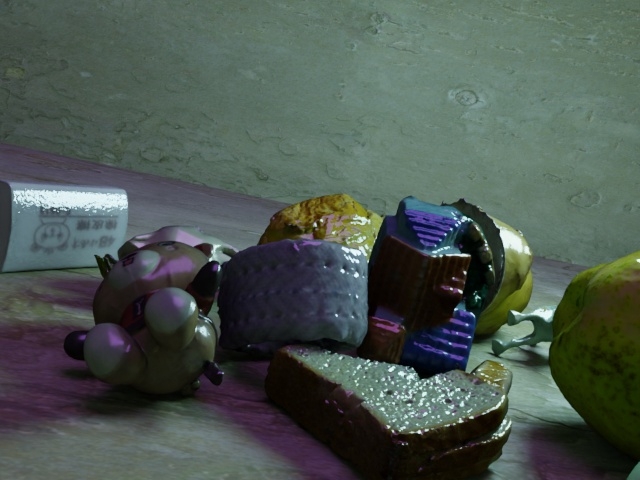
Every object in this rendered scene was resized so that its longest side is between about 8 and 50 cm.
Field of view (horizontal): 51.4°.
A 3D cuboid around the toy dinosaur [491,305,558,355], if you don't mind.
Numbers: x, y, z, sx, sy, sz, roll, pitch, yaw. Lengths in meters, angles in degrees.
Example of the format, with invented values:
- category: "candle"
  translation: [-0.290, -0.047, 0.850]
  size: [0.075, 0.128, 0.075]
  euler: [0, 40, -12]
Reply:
- category: "toy dinosaur"
  translation: [0.486, 0.184, 1.435]
  size: [0.205, 0.092, 0.393]
  euler: [-5, -18, -14]

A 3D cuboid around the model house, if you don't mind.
- category: "model house"
  translation: [0.189, 0.106, 1.195]
  size: [0.252, 0.295, 0.329]
  euler: [18, 16, 7]

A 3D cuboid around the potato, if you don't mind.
- category: "potato"
  translation: [0.398, 0.069, 1.548]
  size: [0.296, 0.290, 0.397]
  euler: [6, -30, -26]

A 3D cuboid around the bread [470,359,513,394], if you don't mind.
- category: "bread"
  translation: [0.296, 0.254, 1.170]
  size: [0.073, 0.053, 0.214]
  euler: [20, 9, 18]

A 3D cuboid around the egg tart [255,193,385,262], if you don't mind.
- category: "egg tart"
  translation: [0.000, 0.000, 1.485]
  size: [0.351, 0.153, 0.339]
  euler: [-10, 22, -4]

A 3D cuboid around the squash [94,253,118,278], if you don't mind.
- category: "squash"
  translation: [-0.332, 0.095, 1.211]
  size: [0.200, 0.075, 0.090]
  euler: [32, 24, -16]

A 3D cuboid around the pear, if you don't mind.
- category: "pear"
  translation: [0.554, 0.177, 1.057]
  size: [0.391, 0.391, 0.391]
  euler: [12, 10, -2]

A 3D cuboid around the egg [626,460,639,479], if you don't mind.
- category: "egg"
  translation: [0.421, 0.289, 0.644]
  size: [0.270, 0.220, 0.220]
  euler: [3, 12, -11]

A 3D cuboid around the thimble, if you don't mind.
- category: "thimble"
  translation: [-0.044, 0.101, 1.075]
  size: [0.245, 0.157, 0.217]
  euler: [-6, -20, 18]

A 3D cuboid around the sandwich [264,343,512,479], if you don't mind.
- category: "sandwich"
  translation: [0.098, 0.228, 0.926]
  size: [0.254, 0.099, 0.288]
  euler: [-5, 18, -39]

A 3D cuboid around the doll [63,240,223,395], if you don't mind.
- category: "doll"
  translation: [-0.231, 0.110, 0.965]
  size: [0.174, 0.235, 0.330]
  euler: [56, -1, -26]

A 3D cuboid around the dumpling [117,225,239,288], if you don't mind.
- category: "dumpling"
  translation: [-0.269, 0.058, 1.328]
  size: [0.258, 0.193, 0.147]
  euler: [4, 55, -6]

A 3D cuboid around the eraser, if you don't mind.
- category: "eraser"
  translation: [-0.528, -0.029, 1.351]
  size: [0.095, 0.174, 0.270]
  euler: [18, 11, 32]
